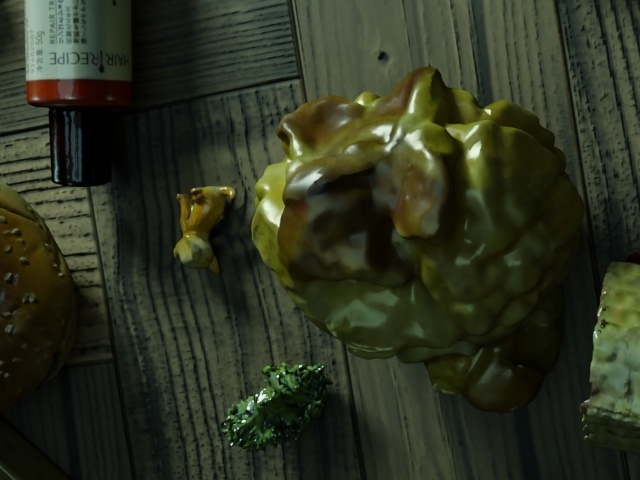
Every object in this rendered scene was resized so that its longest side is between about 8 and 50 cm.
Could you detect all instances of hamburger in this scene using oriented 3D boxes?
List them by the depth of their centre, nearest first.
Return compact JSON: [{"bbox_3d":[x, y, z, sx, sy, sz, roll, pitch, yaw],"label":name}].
[{"bbox_3d":[-0.368,0.055,1.238,0.243,0.146,0.286,11,81,-2],"label":"hamburger"}]

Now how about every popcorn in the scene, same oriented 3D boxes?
[{"bbox_3d":[0.103,-0.004,1.057,0.265,0.225,0.332,-36,104,29],"label":"popcorn"}]

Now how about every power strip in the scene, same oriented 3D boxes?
[{"bbox_3d":[-0.358,0.215,1.301,0.305,0.064,0.044,38,108,13],"label":"power strip"}]

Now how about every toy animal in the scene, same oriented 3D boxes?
[{"bbox_3d":[-0.111,-0.008,1.205,0.081,0.060,0.083,-11,82,21],"label":"toy animal"}]

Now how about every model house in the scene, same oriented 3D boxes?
[{"bbox_3d":[0.311,0.100,0.964,0.196,0.254,0.160,8,93,17],"label":"model house"}]

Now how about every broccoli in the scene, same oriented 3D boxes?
[{"bbox_3d":[-0.045,0.156,1.174,0.097,0.092,0.095,6,69,23],"label":"broccoli"}]

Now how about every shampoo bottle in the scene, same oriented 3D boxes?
[{"bbox_3d":[-0.237,-0.191,1.208,0.104,0.104,0.278,1,95,19],"label":"shampoo bottle"}]
